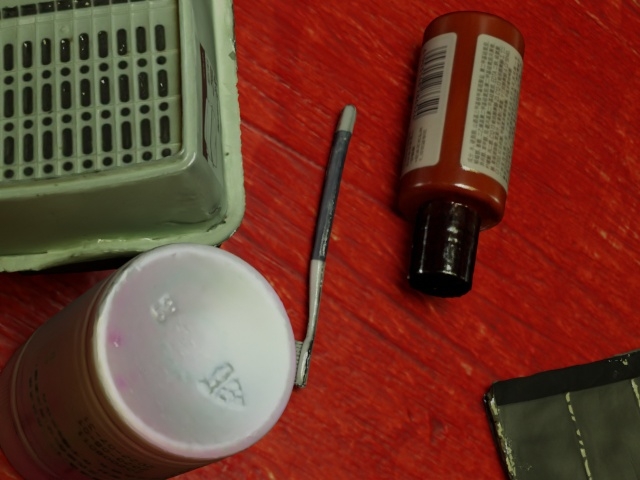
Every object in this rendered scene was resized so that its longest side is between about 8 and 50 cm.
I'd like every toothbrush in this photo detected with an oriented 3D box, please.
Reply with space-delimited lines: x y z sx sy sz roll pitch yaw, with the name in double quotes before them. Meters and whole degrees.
"toothbrush" 0.000 0.000 1.261 0.026 0.024 0.288 15 67 -9

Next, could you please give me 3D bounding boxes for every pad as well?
"pad" 0.271 0.204 1.349 0.233 0.022 0.174 -10 78 -33

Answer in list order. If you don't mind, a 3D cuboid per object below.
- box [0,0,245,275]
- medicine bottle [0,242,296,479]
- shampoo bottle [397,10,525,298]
"box" -0.172 -0.118 1.019 0.220 0.166 0.291 -6 65 2
"medicine bottle" -0.139 0.106 1.009 0.152 0.254 0.152 9 71 -27
"shampoo bottle" 0.132 -0.080 1.311 0.104 0.104 0.278 21 65 -22
